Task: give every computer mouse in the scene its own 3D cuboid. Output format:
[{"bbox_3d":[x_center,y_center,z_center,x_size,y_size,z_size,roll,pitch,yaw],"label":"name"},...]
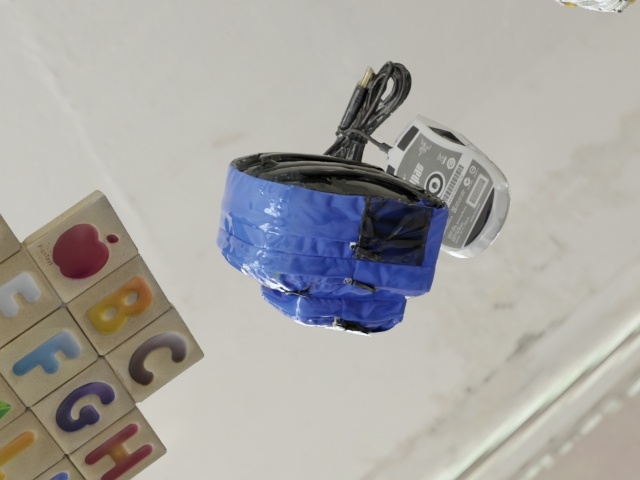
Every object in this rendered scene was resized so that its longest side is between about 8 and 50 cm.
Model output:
[{"bbox_3d":[0.072,-0.044,1.118,0.042,0.193,0.106,16,-72,-40],"label":"computer mouse"}]

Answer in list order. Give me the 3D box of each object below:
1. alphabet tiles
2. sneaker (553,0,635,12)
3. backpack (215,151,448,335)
[{"bbox_3d":[-0.242,0.121,1.033,0.342,0.011,0.285,-36,-44,-10],"label":"alphabet tiles"},{"bbox_3d":[0.209,-0.211,1.158,0.088,0.092,0.225,-58,19,-7],"label":"sneaker"},{"bbox_3d":[0.000,0.000,0.975,0.120,0.098,0.101,10,-87,-26],"label":"backpack"}]
